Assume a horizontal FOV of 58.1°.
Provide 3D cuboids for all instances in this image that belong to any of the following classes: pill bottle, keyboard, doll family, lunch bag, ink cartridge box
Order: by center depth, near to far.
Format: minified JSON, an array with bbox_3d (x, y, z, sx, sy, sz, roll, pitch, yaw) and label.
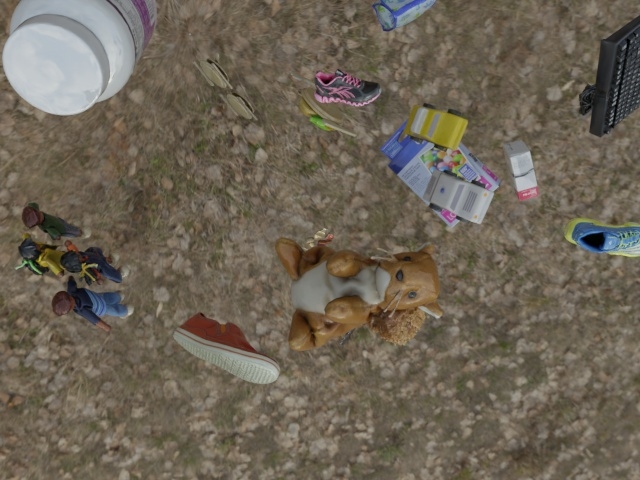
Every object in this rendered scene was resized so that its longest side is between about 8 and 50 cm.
[{"bbox_3d":[-0.300,0.030,0.690,0.193,0.111,0.076,34,90,18],"label":"doll family"},{"bbox_3d":[0.357,-0.188,0.694,0.108,0.023,0.180,-35,148,3],"label":"keyboard"},{"bbox_3d":[-0.353,-0.309,0.860,0.169,0.302,0.169,-1,128,-2],"label":"pill bottle"},{"bbox_3d":[0.214,-0.591,1.441,0.128,0.151,0.096,-31,114,1],"label":"lunch bag"},{"bbox_3d":[0.327,-0.206,1.621,0.311,0.065,0.186,46,121,3],"label":"ink cartridge box"},{"bbox_3d":[0.600,-0.213,1.729,0.063,0.109,0.150,-16,116,13],"label":"ink cartridge box"}]

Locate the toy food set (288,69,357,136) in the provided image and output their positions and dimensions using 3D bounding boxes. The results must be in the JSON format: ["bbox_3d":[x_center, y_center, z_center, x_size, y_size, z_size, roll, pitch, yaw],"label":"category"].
[{"bbox_3d":[-0.003,-0.301,1.317,0.132,0.192,0.038,11,131,-48],"label":"toy food set"}]

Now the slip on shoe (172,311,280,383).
[{"bbox_3d":[-0.214,0.241,1.338,0.101,0.331,0.123,-53,132,-25],"label":"slip on shoe"}]

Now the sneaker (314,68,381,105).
[{"bbox_3d":[0.043,-0.262,0.969,0.119,0.047,0.057,5,142,17],"label":"sneaker"}]

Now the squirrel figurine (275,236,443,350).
[{"bbox_3d":[0.137,0.125,1.471,0.370,0.281,0.397,-16,158,24],"label":"squirrel figurine"}]

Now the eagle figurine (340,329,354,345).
[{"bbox_3d":[0.165,0.220,2.016,0.298,0.226,0.225,-8,141,-25],"label":"eagle figurine"}]

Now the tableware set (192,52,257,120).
[{"bbox_3d":[-0.232,-0.394,1.478,0.039,0.128,0.194,-49,128,-11],"label":"tableware set"}]

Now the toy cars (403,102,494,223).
[{"bbox_3d":[0.285,-0.201,1.395,0.087,0.394,0.176,12,144,-36],"label":"toy cars"}]

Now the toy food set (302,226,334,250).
[{"bbox_3d":[0.000,0.000,1.866,0.078,0.019,0.122,30,130,-28],"label":"toy food set"}]

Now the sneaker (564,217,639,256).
[{"bbox_3d":[0.744,0.006,1.449,0.240,0.126,0.091,7,110,11],"label":"sneaker"}]
